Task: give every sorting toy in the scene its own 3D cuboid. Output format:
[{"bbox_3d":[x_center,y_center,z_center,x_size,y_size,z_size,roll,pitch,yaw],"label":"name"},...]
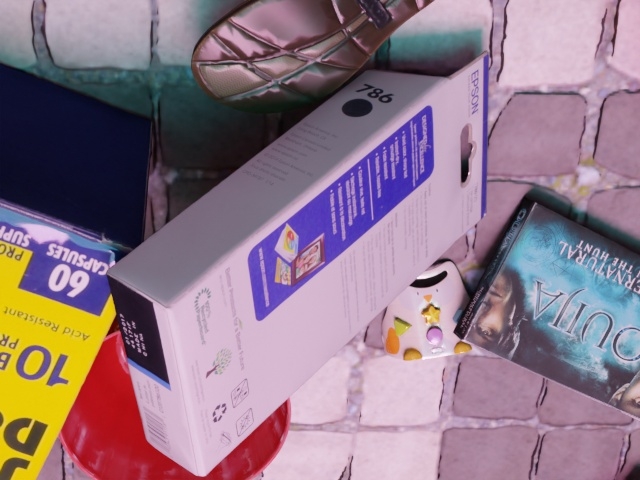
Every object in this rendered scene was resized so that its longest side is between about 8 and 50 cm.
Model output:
[{"bbox_3d":[0.089,0.056,1.069,0.083,0.045,0.075,-10,103,1],"label":"sorting toy"}]

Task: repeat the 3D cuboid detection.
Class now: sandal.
[{"bbox_3d":[0.008,-0.168,0.911,0.219,0.060,0.090,-39,118,1],"label":"sandal"}]

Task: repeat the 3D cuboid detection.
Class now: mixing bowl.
[{"bbox_3d":[-0.116,0.110,1.044,0.181,0.098,0.181,-2,123,-3],"label":"mixing bowl"}]

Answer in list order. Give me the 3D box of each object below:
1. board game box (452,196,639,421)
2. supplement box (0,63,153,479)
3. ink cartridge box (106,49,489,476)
[{"bbox_3d":[0.215,0.059,1.061,0.186,0.026,0.126,24,97,-19],"label":"board game box"},{"bbox_3d":[-0.278,0.065,0.946,0.194,0.195,0.356,20,118,-16],"label":"supplement box"},{"bbox_3d":[0.000,0.000,0.916,0.333,0.065,0.165,-39,140,-33],"label":"ink cartridge box"}]
